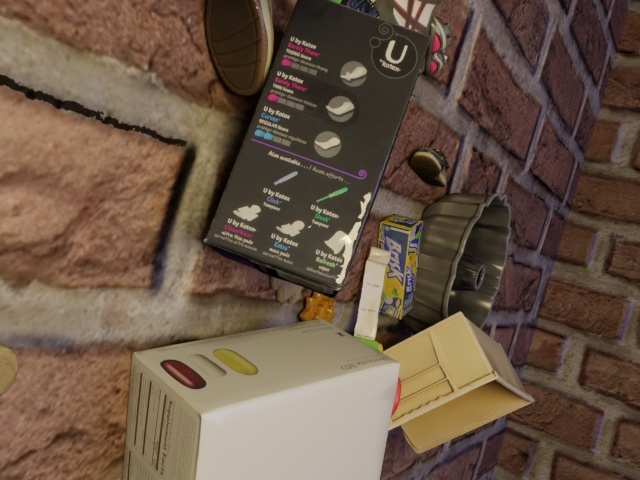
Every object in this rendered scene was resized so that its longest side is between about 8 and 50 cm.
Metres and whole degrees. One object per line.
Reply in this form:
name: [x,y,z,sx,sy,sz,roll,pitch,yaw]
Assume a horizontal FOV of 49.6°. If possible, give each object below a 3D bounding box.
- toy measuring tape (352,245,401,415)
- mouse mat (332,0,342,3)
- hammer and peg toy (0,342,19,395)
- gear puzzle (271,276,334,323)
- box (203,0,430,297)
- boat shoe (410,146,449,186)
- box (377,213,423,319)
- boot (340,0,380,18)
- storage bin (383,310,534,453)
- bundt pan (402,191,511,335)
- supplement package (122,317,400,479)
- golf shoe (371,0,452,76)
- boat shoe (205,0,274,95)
toy measuring tape: [0.074,0.161,1.046,0.121,0.121,0.330,39,60,-59]
mouse mat: [0.020,-0.387,0.815,0.153,0.007,0.190,-61,148,-22]
hammer and peg toy: [-0.308,0.114,0.380,0.266,0.127,0.362,-17,119,-55]
gear puzzle: [0.000,0.000,0.942,0.175,0.044,0.339,-32,131,-50]
box: [-0.001,-0.090,0.737,0.165,0.143,0.271,103,7,-83]
boat shoe: [0.192,-0.137,1.206,0.152,0.056,0.049,39,65,-69]
box: [0.131,0.044,1.180,0.054,0.059,0.169,-31,130,-52]
boot: [0.031,-0.249,0.813,0.045,0.099,0.121,-53,139,-3]
storage bin: [0.195,0.259,1.189,0.260,0.123,0.262,-31,149,16]
bundt pan: [0.252,0.054,1.332,0.331,0.124,0.331,-35,134,-47]
supplement package: [-0.065,0.220,0.767,0.261,0.145,0.204,-5,110,-41]
golf shoe: [0.099,-0.313,0.868,0.120,0.105,0.273,-22,137,-12]
boat shoe: [-0.072,-0.240,0.676,0.072,0.068,0.190,-54,147,-52]
